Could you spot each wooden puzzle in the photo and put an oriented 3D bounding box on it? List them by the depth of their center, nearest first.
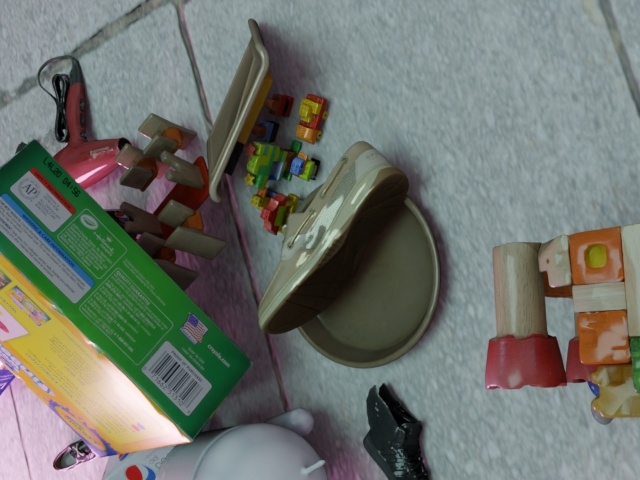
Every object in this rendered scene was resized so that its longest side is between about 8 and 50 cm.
[{"bbox_3d":[-0.120,-0.196,1.522,0.221,0.044,0.239,-107,35,-66],"label":"wooden puzzle"}]

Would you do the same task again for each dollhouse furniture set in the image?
[{"bbox_3d":[-0.254,-0.024,1.632,0.259,0.135,0.262,-46,44,28],"label":"dollhouse furniture set"}]

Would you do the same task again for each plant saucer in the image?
[{"bbox_3d":[0.059,0.044,1.466,0.278,0.041,0.278,2,94,36],"label":"plant saucer"}]

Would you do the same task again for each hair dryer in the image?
[{"bbox_3d":[-0.442,-0.193,1.805,0.293,0.080,0.224,30,108,32],"label":"hair dryer"}]

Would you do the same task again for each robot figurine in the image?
[{"bbox_3d":[-0.117,0.370,1.470,0.200,0.300,0.353,40,151,-14],"label":"robot figurine"}]

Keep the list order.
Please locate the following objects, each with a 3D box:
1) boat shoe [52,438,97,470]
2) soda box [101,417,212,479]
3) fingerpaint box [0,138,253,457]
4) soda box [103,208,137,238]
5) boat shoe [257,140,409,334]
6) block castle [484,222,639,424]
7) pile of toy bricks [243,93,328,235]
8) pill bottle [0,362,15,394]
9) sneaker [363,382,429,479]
[{"bbox_3d":[-0.441,0.385,1.852,0.125,0.038,0.046,-33,73,33],"label":"boat shoe"},{"bbox_3d":[-0.273,0.346,1.689,0.216,0.074,0.069,-43,23,29],"label":"soda box"},{"bbox_3d":[-0.372,0.108,1.522,0.445,0.163,0.371,47,147,-12],"label":"fingerpaint box"},{"bbox_3d":[-0.376,0.029,1.776,0.053,0.060,0.169,38,112,28],"label":"soda box"},{"bbox_3d":[0.000,0.000,1.423,0.098,0.109,0.302,47,112,32],"label":"boat shoe"},{"bbox_3d":[0.420,0.095,1.041,0.453,0.303,0.213,-8,81,36],"label":"block castle"},{"bbox_3d":[-0.073,-0.122,1.516,0.118,0.105,0.212,25,106,33],"label":"pile of toy bricks"},{"bbox_3d":[-0.653,0.230,1.933,0.265,0.153,0.153,-46,66,29],"label":"pill bottle"},{"bbox_3d":[0.116,0.287,1.425,0.170,0.051,0.089,46,121,30],"label":"sneaker"}]
